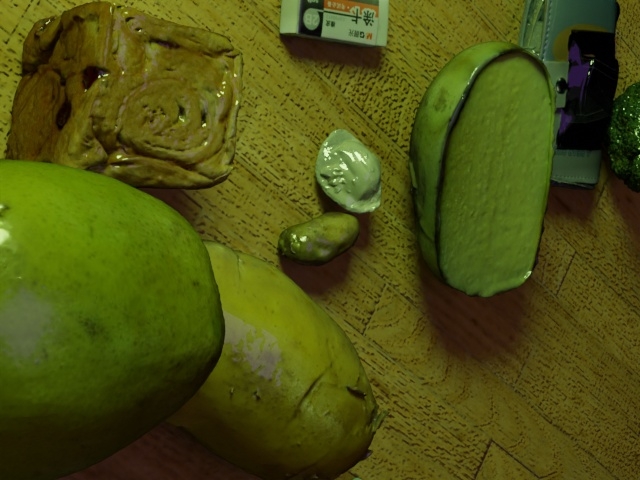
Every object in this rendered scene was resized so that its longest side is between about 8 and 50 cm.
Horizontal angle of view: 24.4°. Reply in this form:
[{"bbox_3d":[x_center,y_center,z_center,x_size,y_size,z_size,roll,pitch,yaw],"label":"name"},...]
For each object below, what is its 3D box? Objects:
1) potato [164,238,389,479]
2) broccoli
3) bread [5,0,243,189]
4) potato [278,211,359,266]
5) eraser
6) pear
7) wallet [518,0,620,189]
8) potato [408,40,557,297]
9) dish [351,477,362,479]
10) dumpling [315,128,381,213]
[{"bbox_3d":[-0.063,0.113,1.344,0.300,0.140,0.173,41,75,-31],"label":"potato"},{"bbox_3d":[0.393,-0.122,1.726,0.162,0.138,0.145,-52,154,-60],"label":"broccoli"},{"bbox_3d":[-0.162,-0.114,1.229,0.158,0.143,0.149,1,94,-38],"label":"bread"},{"bbox_3d":[0.000,0.000,1.451,0.092,0.045,0.046,-20,107,-35],"label":"potato"},{"bbox_3d":[0.015,-0.219,1.450,0.122,0.029,0.052,1,94,-42],"label":"eraser"},{"bbox_3d":[-0.229,0.057,1.111,0.307,0.253,0.252,-9,101,-35],"label":"pear"},{"bbox_3d":[0.277,-0.170,1.668,0.170,0.069,0.231,4,93,-47],"label":"wallet"},{"bbox_3d":[0.149,-0.079,1.533,0.160,0.111,0.271,-15,119,-32],"label":"potato"},{"bbox_3d":[0.031,0.390,1.502,0.243,0.080,0.182,-50,124,-27],"label":"dish"},{"bbox_3d":[0.029,-0.067,1.463,0.057,0.052,0.076,-35,127,-46],"label":"dumpling"}]
